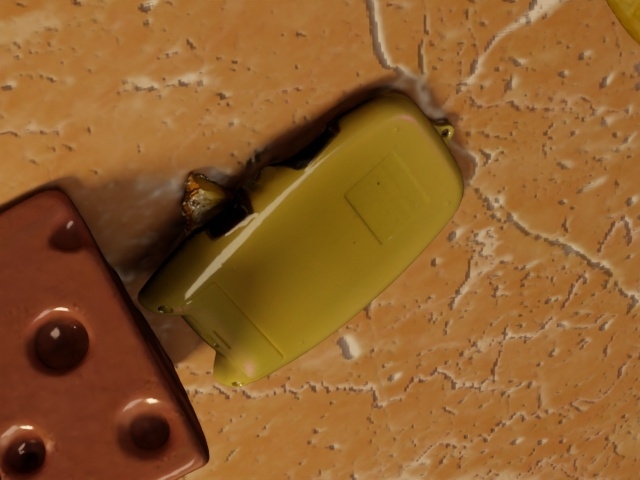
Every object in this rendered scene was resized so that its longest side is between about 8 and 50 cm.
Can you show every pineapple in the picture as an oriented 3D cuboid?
[{"bbox_3d":[-0.064,-0.013,1.162,0.083,0.019,0.045,25,112,-41],"label":"pineapple"}]

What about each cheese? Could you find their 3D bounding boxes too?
[{"bbox_3d":[-0.164,0.098,1.155,0.128,0.203,0.177,-30,166,-4],"label":"cheese"}]

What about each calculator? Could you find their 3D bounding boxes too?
[{"bbox_3d":[0.000,0.000,1.179,0.236,0.033,0.157,-41,136,0],"label":"calculator"}]

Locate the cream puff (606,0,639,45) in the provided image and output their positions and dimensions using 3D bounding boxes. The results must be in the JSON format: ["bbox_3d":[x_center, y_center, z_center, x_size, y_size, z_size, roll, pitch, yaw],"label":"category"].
[{"bbox_3d":[0.318,-0.213,1.010,0.291,0.257,0.324,17,120,-39],"label":"cream puff"}]
